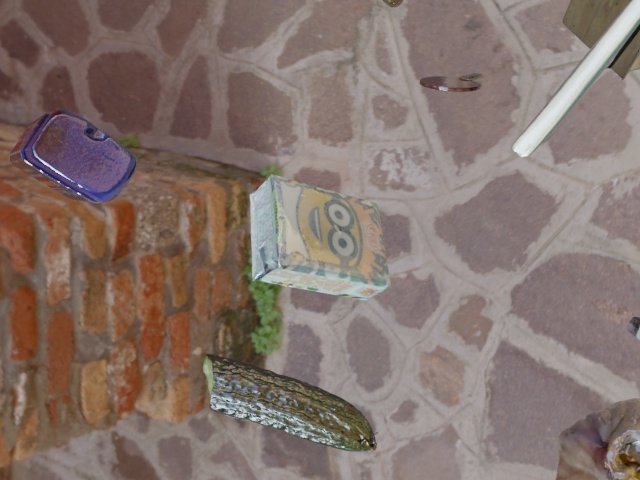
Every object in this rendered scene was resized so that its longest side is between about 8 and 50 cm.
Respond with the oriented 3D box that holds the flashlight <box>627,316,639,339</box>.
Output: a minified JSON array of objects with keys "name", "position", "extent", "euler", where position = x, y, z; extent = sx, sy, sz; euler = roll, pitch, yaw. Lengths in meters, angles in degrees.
[{"name":"flashlight","position":[0.319,0.097,0.569],"extent":[0.018,0.083,0.018],"euler":[9,108,-16]}]

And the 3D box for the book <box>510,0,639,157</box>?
[{"name":"book","position":[0.390,-0.242,0.882],"extent":[0.031,0.379,0.264],"euler":[41,114,11]}]

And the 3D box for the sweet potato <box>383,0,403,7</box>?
[{"name":"sweet potato","position":[0.147,-0.612,1.434],"extent":[0.075,0.075,0.274],"euler":[-42,43,32]}]

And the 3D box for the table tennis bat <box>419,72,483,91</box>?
[{"name":"table tennis bat","position":[0.226,-0.261,1.015],"extent":[0.095,0.158,0.014],"euler":[19,119,33]}]

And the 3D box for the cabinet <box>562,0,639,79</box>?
[{"name":"cabinet","position":[0.660,-0.467,1.288],"extent":[0.148,0.174,0.215],"euler":[96,152,-53]}]

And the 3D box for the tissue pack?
[{"name":"tissue pack","position":[0.000,0.000,1.393],"extent":[0.128,0.310,0.228],"euler":[-37,49,45]}]

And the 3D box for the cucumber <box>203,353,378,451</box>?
[{"name":"cucumber","position":[-0.044,0.227,0.853],"extent":[0.265,0.077,0.077],"euler":[17,113,-2]}]

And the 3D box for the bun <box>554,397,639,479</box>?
[{"name":"bun","position":[0.517,0.394,1.019],"extent":[0.281,0.282,0.205],"euler":[-8,136,32]}]

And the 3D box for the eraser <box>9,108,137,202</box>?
[{"name":"eraser","position":[-0.418,-0.134,1.031],"extent":[0.332,0.155,0.102],"euler":[11,68,59]}]
